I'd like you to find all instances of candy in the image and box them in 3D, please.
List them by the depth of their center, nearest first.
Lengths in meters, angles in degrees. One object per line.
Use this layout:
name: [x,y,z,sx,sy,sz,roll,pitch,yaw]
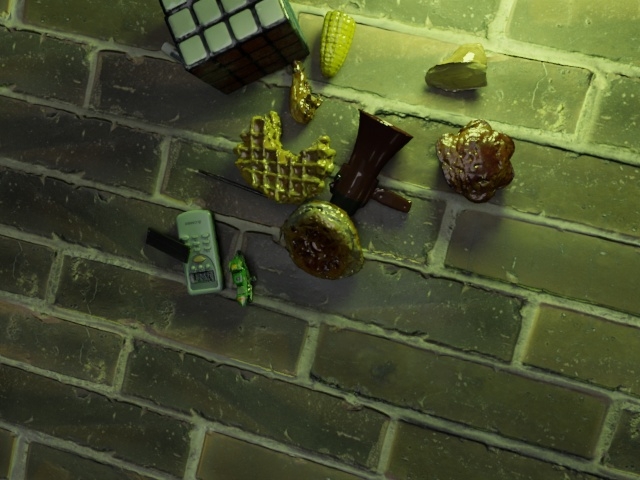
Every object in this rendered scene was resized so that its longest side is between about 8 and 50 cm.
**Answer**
candy: [0.045,-0.629,1.571,0.106,0.094,0.198,15,103,6]

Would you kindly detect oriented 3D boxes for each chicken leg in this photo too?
chicken leg: [-0.057,-0.491,1.597,0.101,0.085,0.207,-6,90,35]

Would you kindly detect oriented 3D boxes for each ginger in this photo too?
ginger: [0.426,-0.553,1.527,0.193,0.115,0.122,0,73,16]

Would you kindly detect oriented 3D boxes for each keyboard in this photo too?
keyboard: [-0.538,0.016,1.707,0.202,0.011,0.067,23,109,23]

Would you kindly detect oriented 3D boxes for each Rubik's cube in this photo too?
Rubik's cube: [-0.266,-0.696,1.486,0.344,0.344,0.337,-22,90,8]

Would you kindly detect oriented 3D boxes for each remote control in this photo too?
remote control: [-0.418,0.040,1.701,0.140,0.056,0.296,-8,94,7]

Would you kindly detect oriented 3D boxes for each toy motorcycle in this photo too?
toy motorcycle: [-0.269,0.127,1.660,0.074,0.106,0.190,-12,91,10]

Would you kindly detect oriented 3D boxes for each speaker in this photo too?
speaker: [0.180,-0.228,1.578,0.259,0.198,0.329,9,114,-29]

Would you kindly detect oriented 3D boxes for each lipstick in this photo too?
lipstick: [-0.480,-0.629,1.671,0.141,0.040,0.040,35,98,5]

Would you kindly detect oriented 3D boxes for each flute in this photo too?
flute: [-0.303,-0.198,1.689,0.270,0.014,0.014,21,97,7]

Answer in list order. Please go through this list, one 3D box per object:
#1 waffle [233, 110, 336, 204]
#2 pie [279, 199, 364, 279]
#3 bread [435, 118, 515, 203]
waffle: [-0.117,-0.258,1.571,0.324,0.151,0.261,29,101,21]
pie: [0.000,-0.001,1.590,0.308,0.085,0.308,12,125,18]
bread: [0.489,-0.243,1.508,0.232,0.135,0.246,-26,90,9]
